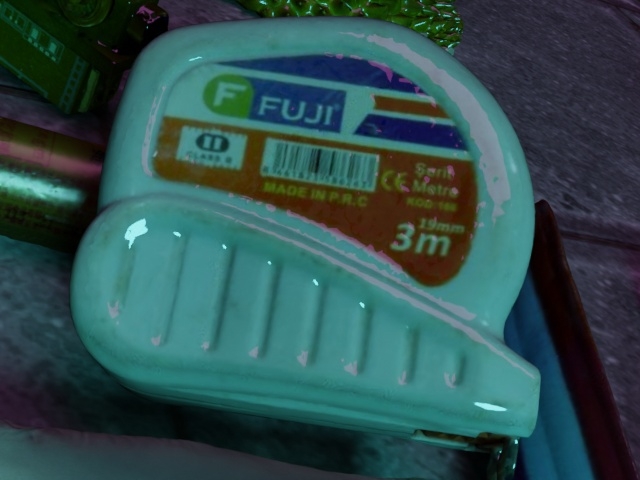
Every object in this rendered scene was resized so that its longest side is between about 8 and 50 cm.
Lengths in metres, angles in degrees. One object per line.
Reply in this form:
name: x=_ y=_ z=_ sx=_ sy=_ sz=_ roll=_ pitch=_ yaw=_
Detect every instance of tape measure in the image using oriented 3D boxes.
tape measure: x=0.000 y=0.001 z=0.591 sx=0.243 sy=0.125 sz=0.246 roll=10 pitch=70 yaw=1

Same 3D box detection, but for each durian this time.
durian: x=0.004 y=-0.287 z=1.198 sx=0.352 sy=0.158 sz=0.169 roll=22 pitch=-5 yaw=-7

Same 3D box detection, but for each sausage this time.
sausage: x=-0.057 y=-0.002 z=0.697 sx=0.372 sy=0.082 sz=0.082 roll=16 pitch=31 yaw=-18

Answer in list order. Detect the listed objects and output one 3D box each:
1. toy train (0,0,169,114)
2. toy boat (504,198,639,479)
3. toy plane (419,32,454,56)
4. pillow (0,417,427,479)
toy train: x=-0.220 y=-0.192 z=0.814 sx=0.225 sy=0.137 sz=0.090 roll=37 pitch=33 yaw=11
toy boat: x=0.145 y=0.116 z=0.642 sx=0.080 sy=0.136 sz=0.392 roll=-5 pitch=35 yaw=6
toy plane: x=0.033 y=-0.127 z=0.969 sx=0.262 sy=0.088 sz=0.192 roll=-23 pitch=49 yaw=-41
pillow: x=-0.048 y=0.148 z=0.463 sx=0.254 sy=0.078 sz=0.144 roll=15 pitch=32 yaw=-22
